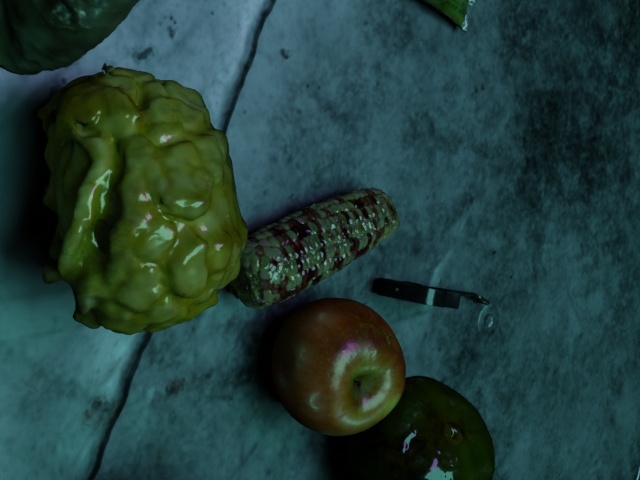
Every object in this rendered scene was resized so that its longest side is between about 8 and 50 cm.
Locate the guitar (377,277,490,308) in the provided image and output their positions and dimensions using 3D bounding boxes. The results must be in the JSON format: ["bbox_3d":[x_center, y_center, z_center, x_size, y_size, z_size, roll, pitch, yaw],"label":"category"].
[{"bbox_3d":[0.164,0.075,1.417,0.233,0.088,0.025,12,88,-53],"label":"guitar"}]

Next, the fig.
[{"bbox_3d":[0.109,0.294,1.345,0.195,0.195,0.245,-12,141,-41],"label":"fig"}]

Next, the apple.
[{"bbox_3d":[0.017,0.144,1.244,0.163,0.139,0.163,-11,112,-30],"label":"apple"}]

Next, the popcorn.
[{"bbox_3d":[-0.166,-0.037,0.978,0.190,0.250,0.250,-9,108,-2],"label":"popcorn"}]

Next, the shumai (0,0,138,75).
[{"bbox_3d":[-0.241,-0.311,0.825,0.263,0.304,0.309,30,75,-31],"label":"shumai"}]

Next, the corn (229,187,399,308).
[{"bbox_3d":[0.000,0.000,1.233,0.253,0.086,0.086,-26,115,-38],"label":"corn"}]

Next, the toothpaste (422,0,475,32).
[{"bbox_3d":[0.118,-0.331,1.313,0.248,0.047,0.078,17,88,-46],"label":"toothpaste"}]
